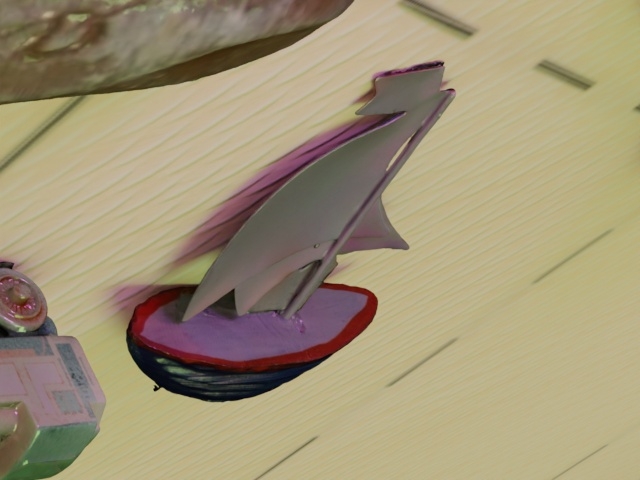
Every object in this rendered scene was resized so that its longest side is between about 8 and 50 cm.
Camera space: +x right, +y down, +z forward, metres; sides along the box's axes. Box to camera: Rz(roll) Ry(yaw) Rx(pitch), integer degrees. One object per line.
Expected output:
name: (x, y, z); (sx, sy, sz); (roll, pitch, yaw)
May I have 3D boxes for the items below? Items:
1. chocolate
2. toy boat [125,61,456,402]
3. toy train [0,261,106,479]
chocolate: (-0.076, -0.115, 0.748); (0.261, 0.083, 0.161); (-14, 156, -30)
toy boat: (-0.026, 0.014, 1.118); (0.219, 0.072, 0.318); (-21, 154, -24)
toy train: (-0.217, 0.078, 0.959); (0.194, 0.125, 0.081); (0, 142, -50)
